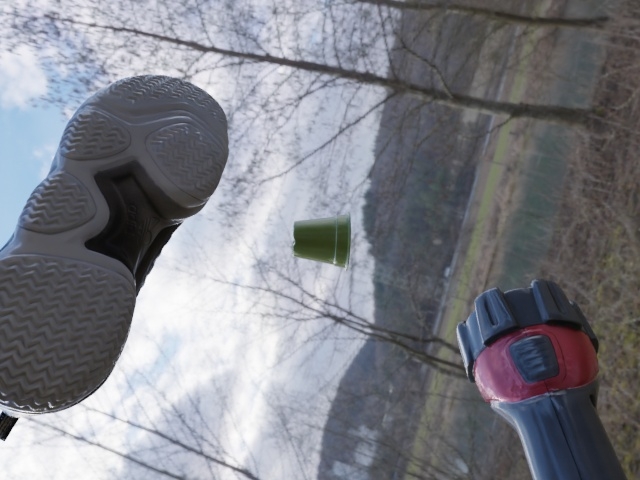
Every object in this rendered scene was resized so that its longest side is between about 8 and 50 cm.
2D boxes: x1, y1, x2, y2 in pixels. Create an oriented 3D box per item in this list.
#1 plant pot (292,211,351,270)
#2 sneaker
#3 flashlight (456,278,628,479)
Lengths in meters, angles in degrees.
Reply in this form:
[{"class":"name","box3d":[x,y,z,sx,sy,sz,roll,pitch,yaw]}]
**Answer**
[{"class":"plant pot","box3d":[0.000,0.000,0.861,0.083,0.079,0.084,-178,90,-88]},{"class":"sneaker","box3d":[-0.156,0.005,0.423,0.153,0.101,0.269,-45,21,48]},{"class":"flashlight","box3d":[0.169,0.165,0.393,0.304,0.103,0.103,-95,25,-46]}]
